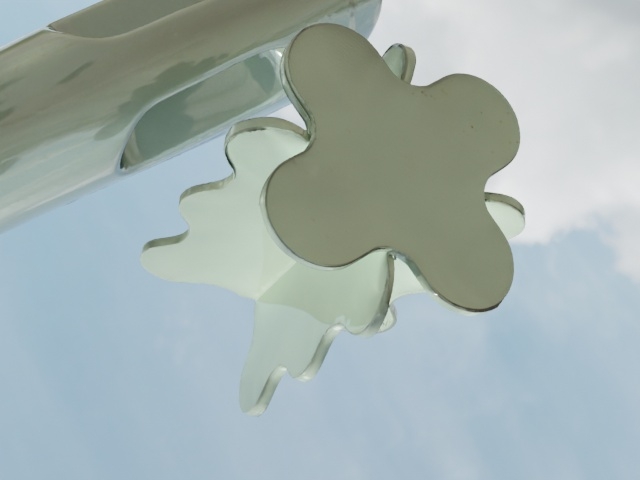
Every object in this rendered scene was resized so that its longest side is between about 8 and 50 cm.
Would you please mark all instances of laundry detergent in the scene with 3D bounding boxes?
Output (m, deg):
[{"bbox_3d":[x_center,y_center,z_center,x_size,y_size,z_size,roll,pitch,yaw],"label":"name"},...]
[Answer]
[{"bbox_3d":[-0.165,-0.094,0.827,0.398,0.264,0.125,-29,-80,-31],"label":"laundry detergent"}]

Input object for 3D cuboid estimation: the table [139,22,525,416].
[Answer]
[{"bbox_3d":[0.000,0.000,0.664,0.166,0.198,0.166,10,-117,-22],"label":"table"}]
